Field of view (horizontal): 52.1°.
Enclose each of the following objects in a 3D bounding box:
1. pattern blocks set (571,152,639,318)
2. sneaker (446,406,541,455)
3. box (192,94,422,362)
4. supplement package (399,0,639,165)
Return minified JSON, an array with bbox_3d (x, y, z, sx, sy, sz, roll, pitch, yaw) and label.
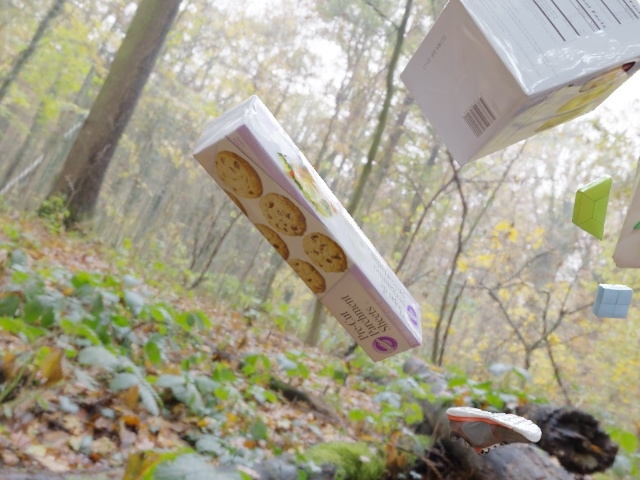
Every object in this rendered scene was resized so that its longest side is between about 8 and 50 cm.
[{"bbox_3d":[0.483,-0.042,0.885,0.286,0.324,0.026,-6,19,-4],"label":"pattern blocks set"},{"bbox_3d":[0.259,0.293,0.984,0.061,0.064,0.158,9,-7,-38],"label":"sneaker"},{"bbox_3d":[0.000,0.000,0.675,0.067,0.063,0.324,-25,-58,24],"label":"box"},{"bbox_3d":[0.241,-0.205,0.740,0.133,0.244,0.139,60,-28,13],"label":"supplement package"}]
